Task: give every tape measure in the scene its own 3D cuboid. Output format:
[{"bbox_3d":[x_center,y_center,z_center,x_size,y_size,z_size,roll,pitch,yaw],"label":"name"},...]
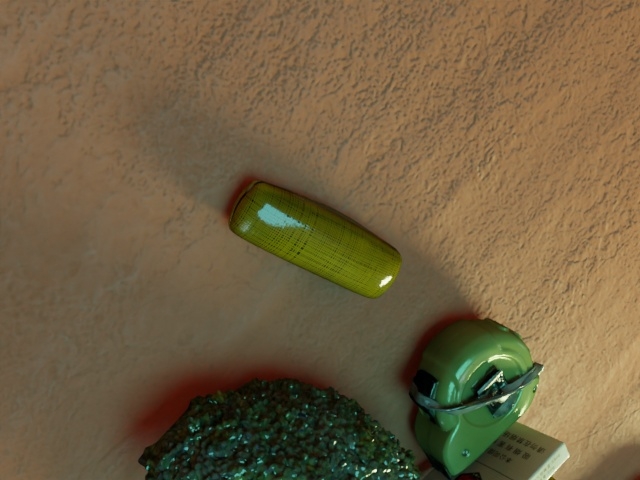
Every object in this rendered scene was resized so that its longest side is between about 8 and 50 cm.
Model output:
[{"bbox_3d":[0.206,0.193,1.335,0.200,0.106,0.175,-36,123,-13],"label":"tape measure"}]

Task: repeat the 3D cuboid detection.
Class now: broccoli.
[{"bbox_3d":[-0.036,0.326,1.182,0.375,0.249,0.301,25,93,-36],"label":"broccoli"}]

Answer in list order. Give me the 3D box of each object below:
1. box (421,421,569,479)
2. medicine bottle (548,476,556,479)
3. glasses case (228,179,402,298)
[{"bbox_3d":[0.201,0.333,1.338,0.245,0.139,0.035,-37,121,-23],"label":"box"},{"bbox_3d":[0.248,0.420,1.427,0.122,0.122,0.212,17,99,-30],"label":"medicine bottle"},{"bbox_3d":[0.000,0.000,1.194,0.234,0.064,0.079,26,102,-32],"label":"glasses case"}]
